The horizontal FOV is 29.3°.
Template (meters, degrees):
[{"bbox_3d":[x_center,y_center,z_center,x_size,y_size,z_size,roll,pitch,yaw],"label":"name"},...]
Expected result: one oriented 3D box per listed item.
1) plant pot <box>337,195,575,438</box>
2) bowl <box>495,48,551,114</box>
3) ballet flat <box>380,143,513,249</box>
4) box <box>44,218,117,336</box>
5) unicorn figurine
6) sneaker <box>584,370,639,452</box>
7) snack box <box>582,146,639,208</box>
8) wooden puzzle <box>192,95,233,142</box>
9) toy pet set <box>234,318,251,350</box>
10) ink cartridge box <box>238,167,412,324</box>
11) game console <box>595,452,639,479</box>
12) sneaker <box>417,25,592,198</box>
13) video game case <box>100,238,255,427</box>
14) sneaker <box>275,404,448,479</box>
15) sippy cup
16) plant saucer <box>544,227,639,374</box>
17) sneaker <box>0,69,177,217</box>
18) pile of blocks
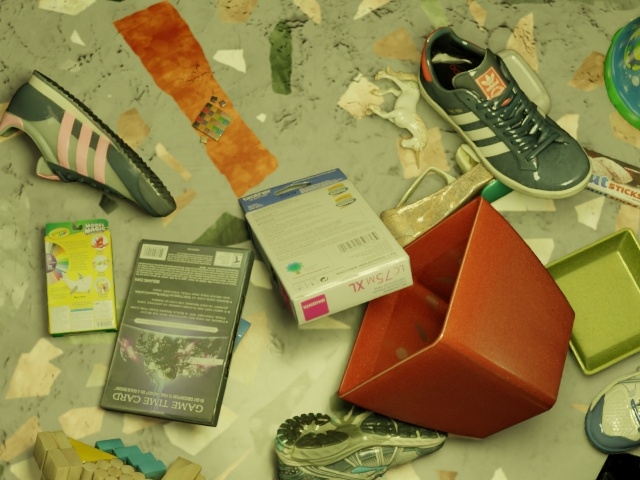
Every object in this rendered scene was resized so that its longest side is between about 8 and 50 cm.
[{"bbox_3d":[0.221,0.143,1.819,0.235,0.267,0.267,33,53,-17],"label":"plant pot"},{"bbox_3d":[0.308,-0.249,2.053,0.142,0.053,0.142,-31,79,-13],"label":"bowl"},{"bbox_3d":[0.229,-0.092,1.980,0.316,0.107,0.106,-33,73,-14],"label":"ballet flat"},{"bbox_3d":[-0.375,0.057,1.911,0.105,0.043,0.179,-4,78,-6],"label":"box"},{"bbox_3d":[0.133,-0.215,2.022,0.111,0.060,0.162,15,74,-1],"label":"unicorn figurine"},{"bbox_3d":[0.552,0.237,1.906,0.296,0.131,0.112,-24,80,-10],"label":"sneaker"},{"bbox_3d":[0.465,-0.112,2.046,0.178,0.022,0.064,20,75,0],"label":"snack box"},{"bbox_3d":[-0.177,-0.196,2.015,0.049,0.006,0.083,31,74,3],"label":"wooden puzzle"},{"bbox_3d":[-0.176,0.134,1.896,0.114,0.065,0.122,30,75,3],"label":"toy pet set"},{"bbox_3d":[0.000,0.000,1.888,0.185,0.065,0.311,-19,36,-10],"label":"ink cartridge box"},{"bbox_3d":[0.521,0.493,1.818,0.044,0.213,0.361,-34,89,31],"label":"game console"},{"bbox_3d":[0.277,-0.204,1.899,0.131,0.148,0.350,-41,63,-15],"label":"sneaker"},{"bbox_3d":[-0.218,0.137,1.872,0.196,0.026,0.274,5,74,22],"label":"video game case"},{"bbox_3d":[0.058,0.320,1.863,0.282,0.110,0.122,-3,119,-22],"label":"sneaker"},{"bbox_3d":[0.611,-0.310,2.010,0.240,0.224,0.306,-26,78,-12],"label":"sippy cup"},{"bbox_3d":[0.459,0.100,1.977,0.188,0.045,0.188,-24,78,-11],"label":"plant saucer"},{"bbox_3d":[-0.371,-0.123,1.940,0.319,0.112,0.131,42,92,9],"label":"sneaker"},{"bbox_3d":[-0.263,0.393,1.813,0.362,0.149,0.113,24,117,11],"label":"pile of blocks"}]
